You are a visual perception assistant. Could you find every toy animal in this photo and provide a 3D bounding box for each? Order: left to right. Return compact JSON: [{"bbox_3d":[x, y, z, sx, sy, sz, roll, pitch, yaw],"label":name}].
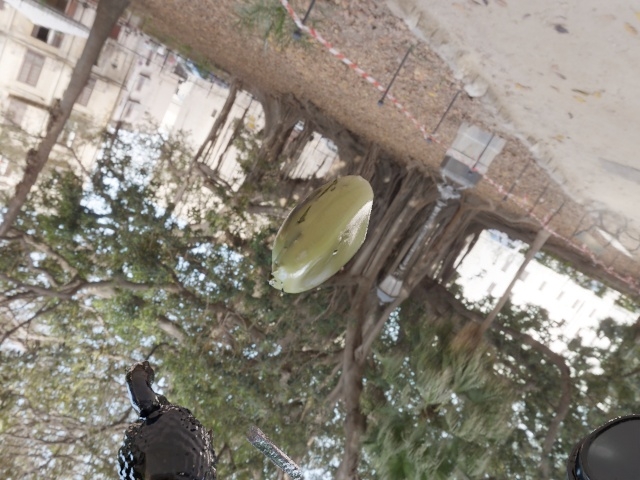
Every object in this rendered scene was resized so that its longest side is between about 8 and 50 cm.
[{"bbox_3d":[-0.205,0.313,0.571,0.122,0.185,0.298,-14,-120,-19],"label":"toy animal"}]

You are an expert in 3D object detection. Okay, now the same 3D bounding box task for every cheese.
[{"bbox_3d":[0.000,0.000,0.944,0.128,0.260,0.316,32,-131,28],"label":"cheese"}]

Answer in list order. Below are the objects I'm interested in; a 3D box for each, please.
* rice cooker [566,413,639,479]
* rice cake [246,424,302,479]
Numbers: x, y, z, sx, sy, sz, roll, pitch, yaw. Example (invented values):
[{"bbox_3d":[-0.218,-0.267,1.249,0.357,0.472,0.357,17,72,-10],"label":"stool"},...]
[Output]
[{"bbox_3d":[0.634,0.499,0.803,0.267,0.267,0.224,49,166,55],"label":"rice cooker"},{"bbox_3d":[-0.112,0.533,1.031,0.207,0.036,0.047,53,177,-24],"label":"rice cake"}]
